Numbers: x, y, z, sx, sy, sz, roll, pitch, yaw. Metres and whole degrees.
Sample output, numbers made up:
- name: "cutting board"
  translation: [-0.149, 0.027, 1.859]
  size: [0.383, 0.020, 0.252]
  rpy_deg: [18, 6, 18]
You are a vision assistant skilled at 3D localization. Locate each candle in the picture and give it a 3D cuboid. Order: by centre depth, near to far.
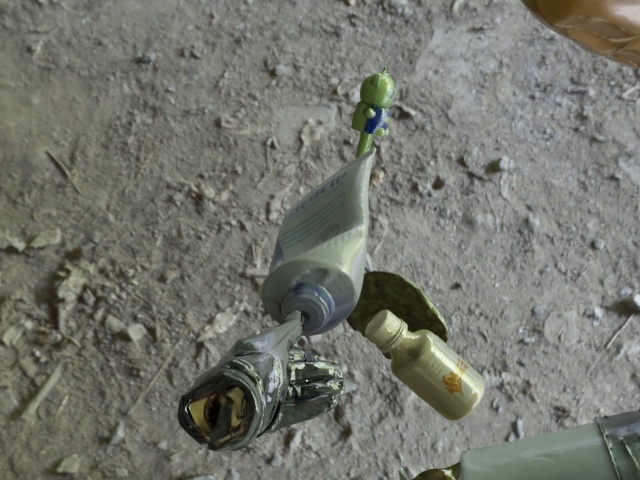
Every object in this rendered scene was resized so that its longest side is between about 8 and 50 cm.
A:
- name: "candle"
  translation: [0.294, 0.348, 0.814]
  size: [0.343, 0.221, 0.221]
  rpy_deg: [-19, 60, 15]

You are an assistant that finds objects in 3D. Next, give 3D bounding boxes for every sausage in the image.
- name: "sausage"
  translation: [0.269, -0.245, 0.605]
  size: [0.241, 0.120, 0.136]
  rpy_deg: [10, 69, -31]

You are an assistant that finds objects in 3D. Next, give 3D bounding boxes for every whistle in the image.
- name: "whistle"
  translation: [0.119, -0.283, 1.497]
  size: [0.085, 0.105, 0.227]
  rpy_deg: [17, 107, 14]

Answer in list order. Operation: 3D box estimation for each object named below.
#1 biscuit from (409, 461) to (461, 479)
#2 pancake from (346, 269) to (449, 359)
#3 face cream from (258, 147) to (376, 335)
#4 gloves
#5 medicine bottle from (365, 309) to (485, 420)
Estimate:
- name: "biscuit"
  translation: [0.232, 0.516, 1.239]
  size: [0.335, 0.329, 0.078]
  rpy_deg: [-10, 42, -2]
- name: "pancake"
  translation: [0.160, 0.164, 1.389]
  size: [0.236, 0.222, 0.042]
  rpy_deg: [25, 36, 17]
- name: "face cream"
  translation: [0.000, 0.000, 1.119]
  size: [0.235, 0.137, 0.420]
  rpy_deg: [-36, 23, 26]
- name: "gloves"
  translation: [-0.059, 0.153, 0.732]
  size: [0.119, 0.285, 0.142]
  rpy_deg: [5, 89, 26]
- name: "medicine bottle"
  translation: [0.197, 0.236, 1.275]
  size: [0.252, 0.114, 0.114]
  rpy_deg: [41, 75, -11]
